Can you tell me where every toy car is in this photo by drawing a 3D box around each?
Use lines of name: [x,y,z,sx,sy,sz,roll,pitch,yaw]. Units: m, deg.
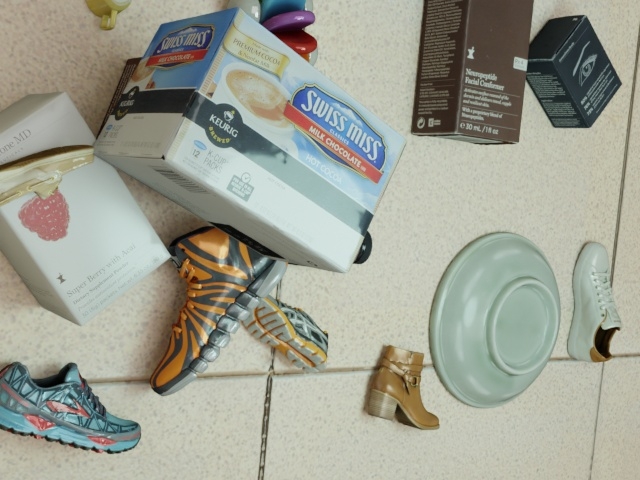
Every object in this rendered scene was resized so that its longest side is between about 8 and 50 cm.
toy car: [-0.065,-0.363,1.576,0.159,0.136,0.181,-13,103,-34]

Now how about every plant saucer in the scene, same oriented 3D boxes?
plant saucer: [0.418,0.182,2.019,0.401,0.101,0.400,-5,98,-35]

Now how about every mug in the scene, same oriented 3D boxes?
mug: [-0.323,-0.375,1.433,0.062,0.064,0.078,-32,114,-30]

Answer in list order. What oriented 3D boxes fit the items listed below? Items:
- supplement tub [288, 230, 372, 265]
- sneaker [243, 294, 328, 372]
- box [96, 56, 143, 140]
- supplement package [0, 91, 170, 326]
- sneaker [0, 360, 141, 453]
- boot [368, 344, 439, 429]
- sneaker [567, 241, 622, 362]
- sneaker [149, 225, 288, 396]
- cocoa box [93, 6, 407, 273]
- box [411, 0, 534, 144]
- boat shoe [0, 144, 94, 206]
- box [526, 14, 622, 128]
supplement tub: [0.000,0.000,1.690,0.198,0.106,0.106,9,90,-37]
sneaker: [-0.064,0.153,1.687,0.215,0.084,0.083,46,40,-25]
box: [-0.219,-0.178,1.469,0.203,0.167,0.168,25,81,-35]
supplement package: [-0.394,-0.049,1.352,0.177,0.175,0.292,-41,117,-24]
sneaker: [-0.388,0.259,1.442,0.262,0.104,0.125,23,80,-36]
boot: [0.191,0.306,1.889,0.197,0.073,0.152,23,78,-38]
sneaker: [0.676,0.150,2.189,0.106,0.123,0.290,2,93,-34]
sneaker: [-0.218,0.097,1.550,0.180,0.125,0.321,41,79,-15]
cocoa box: [-0.095,-0.136,1.315,0.347,0.231,0.227,33,76,-34]
box: [0.313,-0.391,1.849,0.191,0.143,0.381,2,93,-36]
boat shoe: [-0.379,-0.082,1.217,0.170,0.063,0.059,-21,110,-21]
box: [0.557,-0.374,2.044,0.153,0.108,0.207,-50,120,-20]
